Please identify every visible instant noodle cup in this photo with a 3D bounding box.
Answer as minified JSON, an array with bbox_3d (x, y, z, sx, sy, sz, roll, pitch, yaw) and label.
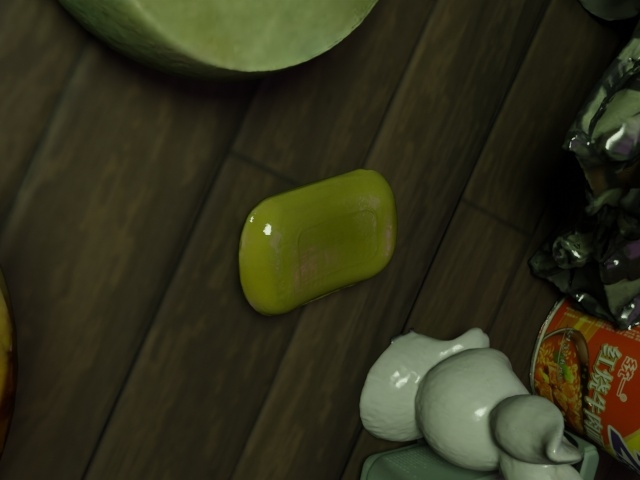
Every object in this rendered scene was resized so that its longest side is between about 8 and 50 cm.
[{"bbox_3d":[0.331,0.136,0.839,0.213,0.174,0.213,-17,118,-35],"label":"instant noodle cup"}]

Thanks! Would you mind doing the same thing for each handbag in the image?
[{"bbox_3d":[0.317,-0.113,0.685,0.327,0.162,0.325,-50,157,-9],"label":"handbag"}]

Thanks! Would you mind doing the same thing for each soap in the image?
[{"bbox_3d":[-0.001,0.000,0.587,0.140,0.045,0.089,-19,121,-36],"label":"soap"}]

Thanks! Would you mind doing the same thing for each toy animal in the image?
[{"bbox_3d":[0.146,0.144,0.653,0.130,0.221,0.104,-13,110,-36],"label":"toy animal"}]

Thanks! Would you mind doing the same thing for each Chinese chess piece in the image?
[{"bbox_3d":[-0.050,-0.199,0.437,0.237,0.092,0.238,-15,115,-36],"label":"Chinese chess piece"}]

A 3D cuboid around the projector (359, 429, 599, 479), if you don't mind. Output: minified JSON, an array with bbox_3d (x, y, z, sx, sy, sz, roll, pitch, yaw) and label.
[{"bbox_3d":[0.137,0.273,0.777,0.256,0.099,0.192,-1,108,-40],"label":"projector"}]

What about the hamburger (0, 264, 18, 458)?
[{"bbox_3d":[-0.258,0.039,0.298,0.302,0.170,0.302,-21,123,-35],"label":"hamburger"}]

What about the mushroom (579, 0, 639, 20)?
[{"bbox_3d":[0.264,-0.352,0.651,0.159,0.122,0.329,-30,136,-76],"label":"mushroom"}]
